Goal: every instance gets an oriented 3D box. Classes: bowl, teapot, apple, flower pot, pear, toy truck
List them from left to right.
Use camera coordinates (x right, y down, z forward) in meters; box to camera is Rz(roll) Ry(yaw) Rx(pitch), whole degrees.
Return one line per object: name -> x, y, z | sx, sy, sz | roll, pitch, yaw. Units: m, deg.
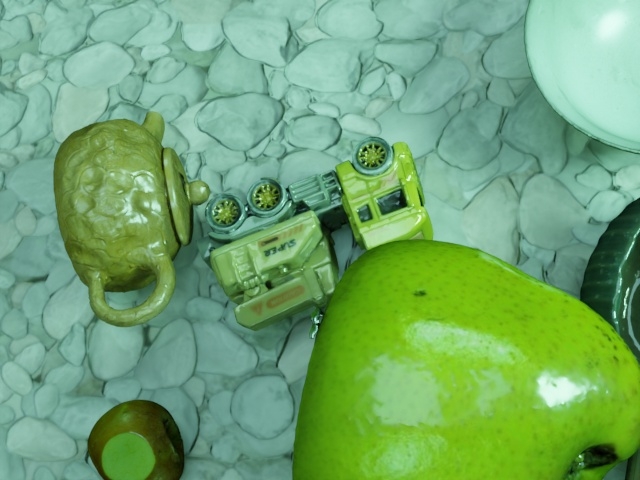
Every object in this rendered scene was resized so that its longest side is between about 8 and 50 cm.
apple -> -0.210, 0.240, 1.347 | 0.102, 0.099, 0.114 | -24, 93, 8
teapot -> -0.211, -0.035, 1.386 | 0.167, 0.203, 0.311 | -10, 51, 2
toy truck -> 0.000, 0.000, 1.375 | 0.272, 0.124, 0.157 | -21, 68, 3
pear -> 0.162, 0.145, 1.163 | 0.318, 0.238, 0.342 | 11, 34, 17
bowl -> 0.395, -0.212, 1.362 | 0.314, 0.146, 0.313 | -4, 68, 10
flower pot -> 0.378, 0.057, 1.264 | 0.189, 0.157, 0.243 | 21, 75, 16

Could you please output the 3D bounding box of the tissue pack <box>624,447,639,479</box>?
tissue pack -> 0.365, 0.287, 1.183 | 0.125, 0.159, 0.234 | 9, 73, 14
